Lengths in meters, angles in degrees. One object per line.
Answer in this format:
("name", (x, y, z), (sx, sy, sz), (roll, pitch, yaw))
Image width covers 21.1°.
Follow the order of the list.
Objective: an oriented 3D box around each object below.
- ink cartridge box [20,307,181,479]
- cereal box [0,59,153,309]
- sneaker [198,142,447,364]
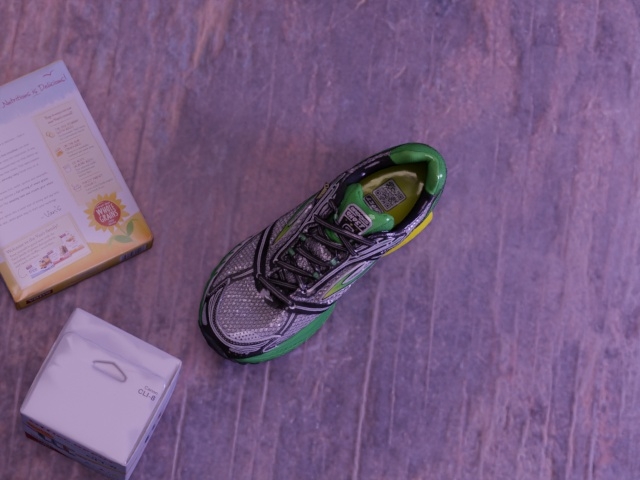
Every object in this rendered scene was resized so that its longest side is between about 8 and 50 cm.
("ink cartridge box", (-0.233, 0.168, 1.820), (0.128, 0.176, 0.127), (27, 73, 1))
("cereal box", (-0.317, -0.065, 1.938), (0.173, 0.047, 0.240), (-25, 79, -13))
("sneaker", (0.000, 0.000, 1.911), (0.343, 0.146, 0.134), (-43, 84, -15))
